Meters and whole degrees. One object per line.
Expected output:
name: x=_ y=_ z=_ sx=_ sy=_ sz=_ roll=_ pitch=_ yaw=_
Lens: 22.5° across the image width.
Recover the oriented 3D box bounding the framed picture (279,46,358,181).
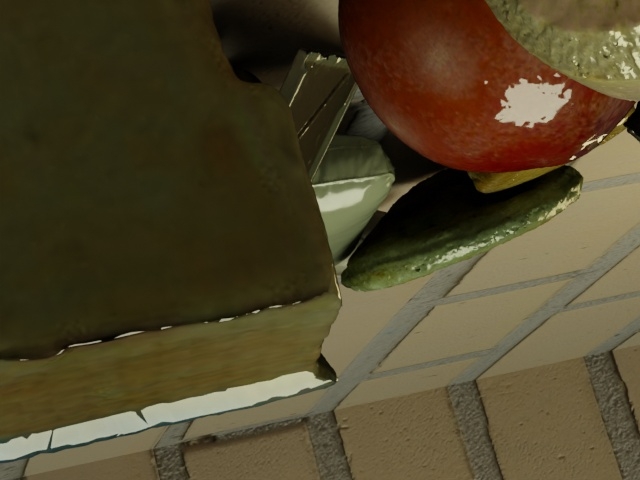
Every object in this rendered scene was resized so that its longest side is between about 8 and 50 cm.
framed picture: x=-0.025 y=-0.082 z=1.503 sx=0.019 sy=0.209 sz=0.281 roll=27 pitch=-172 yaw=8

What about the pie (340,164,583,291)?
pie: x=0.170 y=-0.031 z=1.910 sx=0.323 sy=0.070 sz=0.323 roll=-25 pitch=-170 yaw=5

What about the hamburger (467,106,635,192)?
hamburger: x=0.242 y=-0.139 z=1.759 sx=0.215 sy=0.122 sz=0.189 roll=-24 pitch=169 yaw=14

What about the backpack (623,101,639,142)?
backpack: x=0.400 y=-0.150 z=1.484 sx=0.255 sy=0.363 sz=0.446 roll=-2 pitch=178 yaw=16

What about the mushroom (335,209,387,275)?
mushroom: x=0.000 y=0.000 z=2.066 sx=0.225 sy=0.093 sz=0.116 roll=5 pitch=-167 yaw=-9

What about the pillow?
pillow: x=-0.059 y=-0.029 z=1.844 sx=0.255 sy=0.119 sz=0.322 roll=-9 pitch=166 yaw=-12

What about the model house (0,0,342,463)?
model house: x=-0.192 y=-0.037 z=1.231 sx=0.335 sy=0.382 sz=0.342 roll=-12 pitch=162 yaw=-9

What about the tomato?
tomato: x=0.155 y=-0.175 z=1.334 sx=0.265 sy=0.265 sz=0.265 roll=-14 pitch=164 yaw=-4

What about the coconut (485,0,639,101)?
coconut: x=0.231 y=-0.210 z=1.104 sx=0.239 sy=0.239 sz=0.244 roll=-23 pitch=169 yaw=25

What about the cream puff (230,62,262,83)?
cream puff: x=-0.082 y=-0.099 z=1.588 sx=0.116 sy=0.146 sz=0.146 roll=-40 pitch=157 yaw=15
